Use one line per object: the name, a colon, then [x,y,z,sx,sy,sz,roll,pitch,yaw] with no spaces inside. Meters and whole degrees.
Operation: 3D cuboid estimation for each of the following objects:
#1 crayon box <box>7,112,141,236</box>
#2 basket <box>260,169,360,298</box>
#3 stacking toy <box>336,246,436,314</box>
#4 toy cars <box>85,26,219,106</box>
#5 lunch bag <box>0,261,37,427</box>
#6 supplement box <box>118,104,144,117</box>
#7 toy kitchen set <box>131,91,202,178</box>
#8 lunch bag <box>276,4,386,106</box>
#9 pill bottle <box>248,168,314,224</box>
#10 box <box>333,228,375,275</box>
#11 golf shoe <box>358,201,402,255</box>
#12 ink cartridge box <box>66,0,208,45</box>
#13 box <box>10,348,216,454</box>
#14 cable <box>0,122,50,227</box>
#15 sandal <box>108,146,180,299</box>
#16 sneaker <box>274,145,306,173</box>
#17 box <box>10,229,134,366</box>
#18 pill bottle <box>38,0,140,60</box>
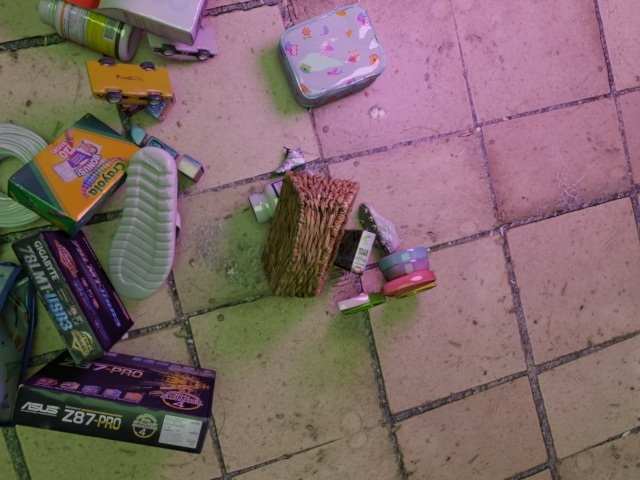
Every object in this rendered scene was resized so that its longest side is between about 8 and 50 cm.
crayon box: [-0.580,-0.164,1.131,0.165,0.081,0.278,35,49,-13]
basket: [0.000,0.000,1.190,0.223,0.213,0.299,7,117,-24]
stacking toy: [0.168,0.097,1.275,0.279,0.309,0.130,-19,76,6]
toy cars: [-0.417,-0.443,1.177,0.176,0.087,0.394,42,55,-17]
lunch bag: [-0.873,0.238,1.083,0.327,0.239,0.386,0,69,-9]
supplement box: [-0.497,-0.359,1.213,0.055,0.083,0.043,-37,99,-7]
toy kitchen set: [-0.372,-0.279,1.221,0.207,0.122,0.166,33,86,-10]
lunch bag: [0.031,-0.515,1.297,0.279,0.108,0.224,-25,91,-11]
pill bottle: [-0.097,-0.115,1.285,0.186,0.112,0.112,-21,96,-9]
box: [0.089,0.028,1.276,0.036,0.207,0.114,18,88,-11]
golf shoe: [0.177,-0.044,1.374,0.086,0.069,0.176,-35,101,-28]
ink cartridge box: [-0.441,-0.676,1.094,0.384,0.091,0.308,17,86,-12]
box: [-0.460,0.372,1.128,0.394,0.318,0.097,14,89,-10]
cable: [-0.779,-0.159,1.166,0.257,0.089,0.257,-43,100,-7]
sandal: [-0.435,-0.036,1.218,0.169,0.102,0.416,20,107,4]
sneaker: [-0.095,-0.232,1.321,0.098,0.038,0.069,-26,95,-18]
box: [-0.570,0.118,1.111,0.073,0.293,0.296,-26,96,-7]
pill bottle: [-0.577,-0.545,1.175,0.214,0.117,0.117,19,88,-11]
